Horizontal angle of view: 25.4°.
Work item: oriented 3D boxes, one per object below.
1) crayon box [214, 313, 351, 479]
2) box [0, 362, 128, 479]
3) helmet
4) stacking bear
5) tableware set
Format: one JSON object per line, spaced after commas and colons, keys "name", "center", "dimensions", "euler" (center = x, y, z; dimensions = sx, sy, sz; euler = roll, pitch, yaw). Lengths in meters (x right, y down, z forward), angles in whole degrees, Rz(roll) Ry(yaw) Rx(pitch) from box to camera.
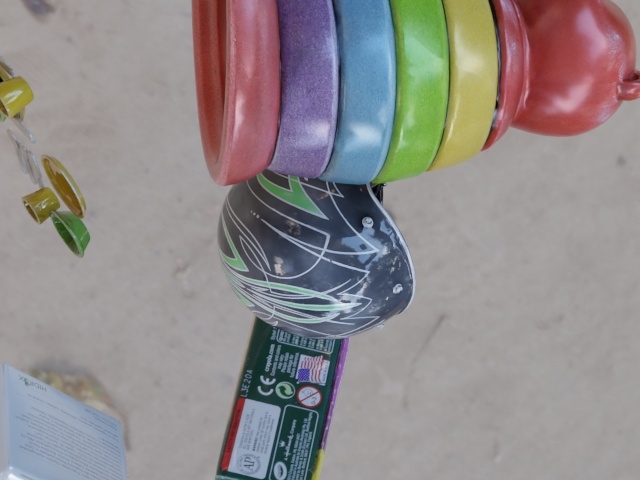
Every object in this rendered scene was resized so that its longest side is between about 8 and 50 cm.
{"name": "crayon box", "center": [-0.043, 0.193, 1.552], "dimensions": [0.106, 0.363, 0.313], "euler": [13, 140, 0]}
{"name": "box", "center": [-0.185, 0.151, 0.867], "dimensions": [0.101, 0.087, 0.102], "euler": [-40, 129, 20]}
{"name": "helmet", "center": [0.000, 0.000, 1.144], "dimensions": [0.161, 0.169, 0.169], "euler": [-69, 143, -47]}
{"name": "stacking bear", "center": [0.069, -0.121, 0.936], "dimensions": [0.289, 0.175, 0.164], "euler": [-3, 109, -12]}
{"name": "tableware set", "center": [-0.188, -0.055, 0.905], "dimensions": [0.024, 0.104, 0.154], "euler": [-35, 151, -20]}
